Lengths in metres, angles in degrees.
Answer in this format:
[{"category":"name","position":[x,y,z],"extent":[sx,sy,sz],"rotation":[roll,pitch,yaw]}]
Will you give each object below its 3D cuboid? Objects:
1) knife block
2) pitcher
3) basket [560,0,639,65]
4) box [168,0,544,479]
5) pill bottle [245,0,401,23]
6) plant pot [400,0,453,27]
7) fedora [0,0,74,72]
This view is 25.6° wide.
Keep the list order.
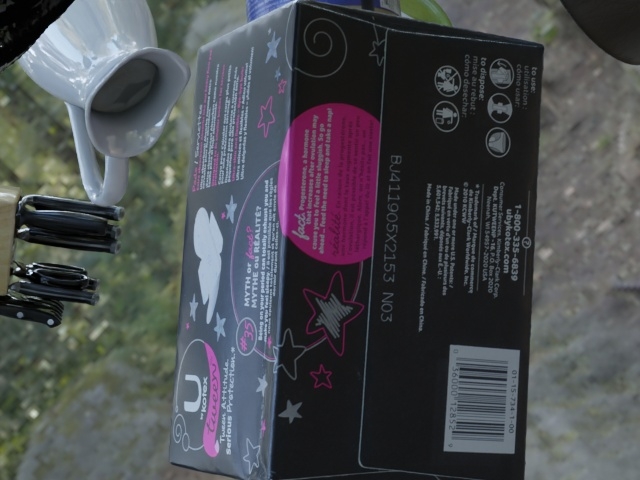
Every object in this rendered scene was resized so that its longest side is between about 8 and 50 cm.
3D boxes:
[{"category":"knife block","position":[-0.342,-0.022,1.382],"extent":[0.242,0.275,0.088],"rotation":[-37,13,0]},{"category":"pitcher","position":[-0.206,-0.148,1.243],"extent":[0.207,0.126,0.177],"rotation":[53,132,39]},{"category":"basket","position":[0.265,-0.214,0.832],"extent":[0.227,0.154,0.204],"rotation":[-18,-10,35]},{"category":"box","position":[0.019,0.009,0.789],"extent":[0.142,0.163,0.247],"rotation":[-5,80,62]},{"category":"pill bottle","position":[-0.003,-0.242,1.114],"extent":[0.123,0.123,0.219],"rotation":[-22,70,57]},{"category":"plant pot","position":[0.036,-0.131,1.488],"extent":[0.274,0.275,0.293],"rotation":[-55,-5,-32]},{"category":"fedora","position":[-0.143,-0.211,0.537],"extent":[0.334,0.153,0.334],"rotation":[-58,0,0]}]
